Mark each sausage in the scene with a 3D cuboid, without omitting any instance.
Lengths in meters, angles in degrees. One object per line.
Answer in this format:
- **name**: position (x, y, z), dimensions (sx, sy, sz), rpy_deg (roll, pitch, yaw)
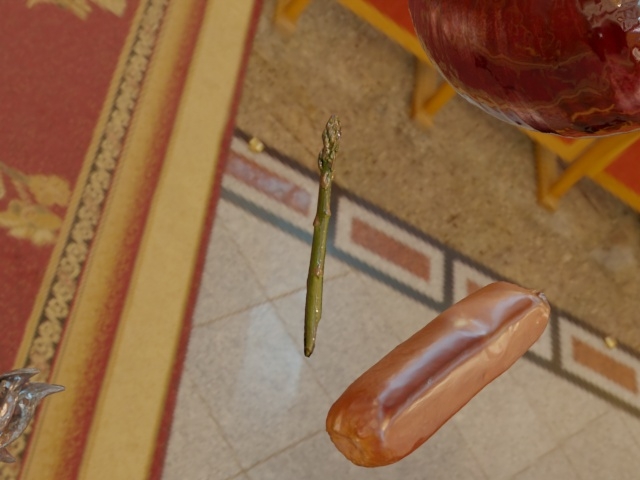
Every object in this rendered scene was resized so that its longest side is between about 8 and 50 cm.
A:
- **sausage**: position (0.123, 0.129, 1.099), dimensions (0.300, 0.089, 0.083), rpy_deg (-31, 111, -34)

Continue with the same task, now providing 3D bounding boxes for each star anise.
- **star anise**: position (-0.303, 0.165, 0.885), dimensions (0.204, 0.180, 0.061), rpy_deg (-40, 80, -19)

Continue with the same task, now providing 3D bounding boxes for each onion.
- **onion**: position (0.204, -0.162, 0.679), dimensions (0.285, 0.273, 0.273), rpy_deg (48, 35, -25)

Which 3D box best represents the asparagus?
- **asparagus**: position (0.000, 0.000, 0.692), dimensions (0.016, 0.166, 0.013), rpy_deg (22, 26, 37)
